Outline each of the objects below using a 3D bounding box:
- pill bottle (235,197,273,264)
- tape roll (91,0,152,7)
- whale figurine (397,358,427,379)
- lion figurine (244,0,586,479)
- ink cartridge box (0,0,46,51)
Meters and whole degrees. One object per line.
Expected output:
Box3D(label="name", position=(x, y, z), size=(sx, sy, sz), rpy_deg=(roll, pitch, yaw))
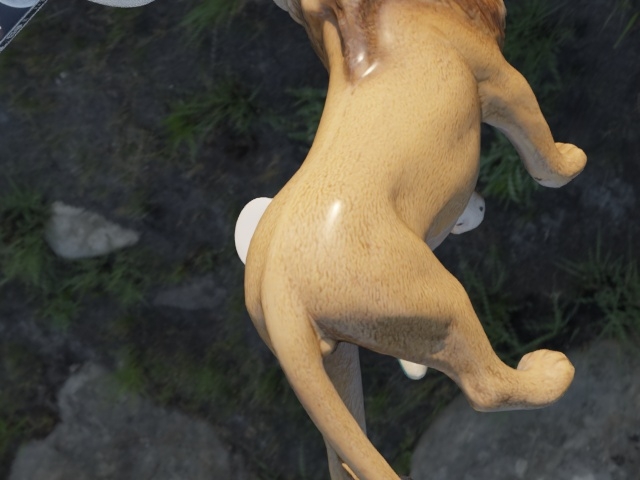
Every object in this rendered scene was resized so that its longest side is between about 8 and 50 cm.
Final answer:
Box3D(label="pill bottle", position=(0.000, 0.000, 1.042), size=(0.087, 0.160, 0.087), rpy_deg=(-6, 81, 44))
Box3D(label="tape roll", position=(-0.310, -0.418, 1.209), size=(0.392, 0.072, 0.392), rpy_deg=(28, 159, 12))
Box3D(label="whale figurine", position=(0.071, 0.096, 1.703), size=(0.272, 0.216, 0.141), rpy_deg=(45, 148, -5))
Box3D(label="lion figurine", position=(0.035, -0.036, 0.590), size=(0.142, 0.392, 0.240), rpy_deg=(-22, 129, 29))
Box3D(label="ink cartridge box", position=(-0.515, -0.393, 1.648), size=(0.208, 0.045, 0.206), rpy_deg=(-39, 89, 27))
